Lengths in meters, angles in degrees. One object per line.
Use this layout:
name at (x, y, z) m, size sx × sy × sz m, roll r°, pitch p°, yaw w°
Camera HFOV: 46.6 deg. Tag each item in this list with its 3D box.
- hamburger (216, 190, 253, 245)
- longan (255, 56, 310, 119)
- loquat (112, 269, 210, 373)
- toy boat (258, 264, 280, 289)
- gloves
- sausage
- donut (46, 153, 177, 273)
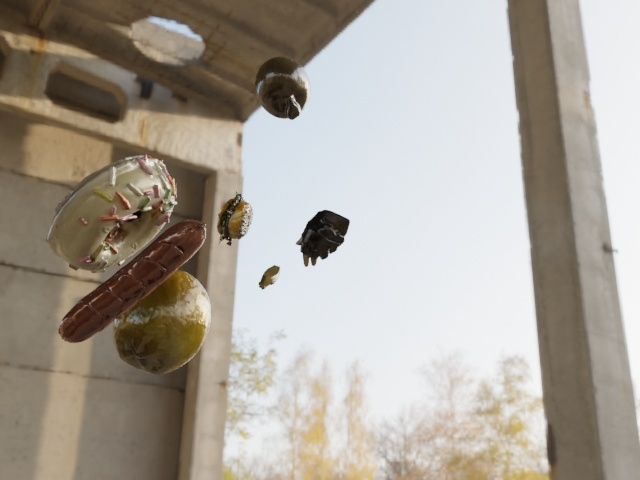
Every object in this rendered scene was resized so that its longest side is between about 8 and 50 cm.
hamburger at (-0.286, -0.068, 2.531) m, size 0.093 × 0.164 × 0.189 m, roll 22°, pitch -32°, yaw 10°
longan at (-0.105, -0.434, 2.152) m, size 0.159 × 0.204 × 0.185 m, roll -20°, pitch -27°, yaw -4°
loquat at (-0.436, 0.210, 2.026) m, size 0.276 × 0.284 × 0.276 m, roll 9°, pitch -48°, yaw 10°
toy boat at (-0.162, 0.122, 2.398) m, size 0.047 × 0.049 × 0.149 m, roll 20°, pitch 20°, yaw 9°
gloves at (0.000, 0.000, 2.525) m, size 0.164 × 0.203 × 0.124 m, roll 23°, pitch -5°, yaw 26°
sausage at (-0.388, 0.086, 1.547) m, size 0.433 × 0.088 × 0.088 m, roll -36°, pitch -36°, yaw 18°
donut at (-0.542, -0.064, 1.992) m, size 0.382 × 0.142 × 0.382 m, roll -41°, pitch -12°, yaw -10°
